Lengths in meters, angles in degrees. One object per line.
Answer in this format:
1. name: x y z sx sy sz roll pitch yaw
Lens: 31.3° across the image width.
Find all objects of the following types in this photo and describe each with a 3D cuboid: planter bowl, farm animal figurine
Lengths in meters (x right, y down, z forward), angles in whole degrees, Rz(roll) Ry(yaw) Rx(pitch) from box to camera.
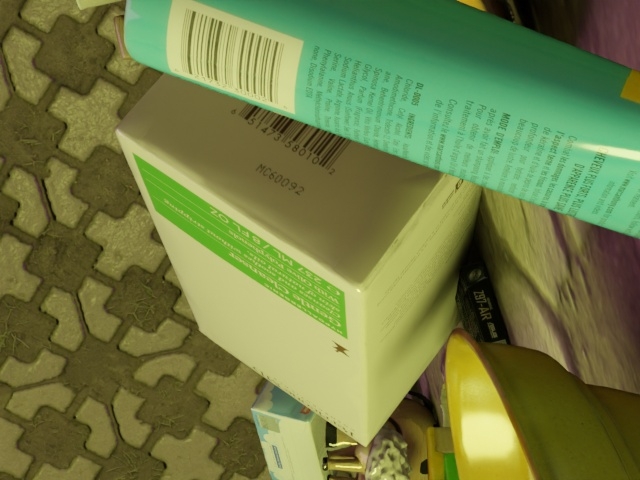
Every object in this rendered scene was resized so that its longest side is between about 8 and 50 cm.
1. planter bowl: 0.119 0.130 0.437 0.217 0.090 0.217 167 90 -87
2. farm animal figurine: 0.091 0.332 1.385 0.330 0.172 0.327 -82 -8 -76

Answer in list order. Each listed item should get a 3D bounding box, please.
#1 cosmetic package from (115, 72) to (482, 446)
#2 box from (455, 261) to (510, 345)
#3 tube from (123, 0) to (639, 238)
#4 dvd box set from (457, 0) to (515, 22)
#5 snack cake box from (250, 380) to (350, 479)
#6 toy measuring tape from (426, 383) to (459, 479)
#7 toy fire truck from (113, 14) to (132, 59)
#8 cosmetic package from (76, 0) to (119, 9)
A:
1. cosmetic package: 0.000 0.000 0.850 0.197 0.155 0.366 32 160 17
2. box: 0.121 0.067 0.846 0.067 0.018 0.083 83 173 -65
3. tube: 0.045 -0.041 0.332 0.080 0.207 0.052 74 -141 -77
4. dvd box set: -0.020 -0.232 0.438 0.420 0.062 0.308 36 -143 -64
5. snack cake box: 0.012 0.192 1.572 0.264 0.089 0.152 -57 -33 -41
6. toy measuring tape: 0.109 0.189 0.814 0.330 0.121 0.122 -52 -50 -83
7. toy fire truck: -0.068 -0.171 1.168 0.158 0.246 0.217 84 172 -72
8. cosmetic package: -0.057 -0.240 0.712 0.107 0.237 0.127 87 170 -74
